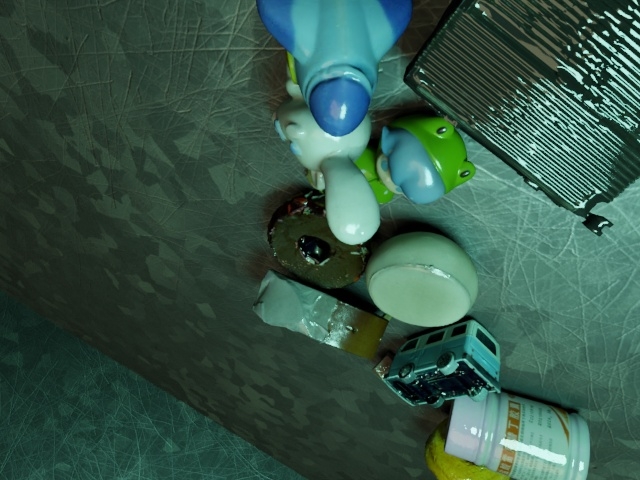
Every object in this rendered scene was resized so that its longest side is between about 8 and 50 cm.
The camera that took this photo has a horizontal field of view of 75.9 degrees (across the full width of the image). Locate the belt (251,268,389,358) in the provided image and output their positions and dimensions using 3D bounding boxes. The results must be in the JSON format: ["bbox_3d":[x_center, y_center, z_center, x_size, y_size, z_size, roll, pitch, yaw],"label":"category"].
[{"bbox_3d":[-0.002,0.191,1.052,0.339,0.122,0.217,24,176,-3],"label":"belt"}]

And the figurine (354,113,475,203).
[{"bbox_3d":[0.144,-0.137,0.746,0.263,0.143,0.162,-7,119,54],"label":"figurine"}]

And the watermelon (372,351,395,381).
[{"bbox_3d":[0.202,0.380,1.216,0.092,0.084,0.072,16,148,45],"label":"watermelon"}]

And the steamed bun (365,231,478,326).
[{"bbox_3d":[0.216,0.070,0.878,0.232,0.145,0.231,14,140,12],"label":"steamed bun"}]

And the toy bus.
[{"bbox_3d":[0.305,0.309,1.035,0.133,0.164,0.271,43,136,-11],"label":"toy bus"}]

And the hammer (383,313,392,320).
[{"bbox_3d":[0.168,0.235,1.155,0.063,0.013,0.198,27,137,4],"label":"hammer"}]

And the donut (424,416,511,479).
[{"bbox_3d":[0.436,0.629,1.202,0.254,0.253,0.118,11,127,21],"label":"donut"}]

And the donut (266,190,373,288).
[{"bbox_3d":[0.000,0.000,0.970,0.270,0.103,0.269,14,134,15],"label":"donut"}]

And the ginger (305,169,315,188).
[{"bbox_3d":[0.006,-0.149,0.872,0.057,0.044,0.137,48,136,8],"label":"ginger"}]

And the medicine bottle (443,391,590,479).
[{"bbox_3d":[0.504,0.514,1.086,0.316,0.202,0.202,10,133,20],"label":"medicine bottle"}]

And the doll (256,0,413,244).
[{"bbox_3d":[-0.002,-0.235,0.601,0.376,0.187,0.365,42,142,36],"label":"doll"}]

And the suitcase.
[{"bbox_3d":[0.301,-0.204,0.530,0.335,0.152,0.229,36,114,-5],"label":"suitcase"}]
